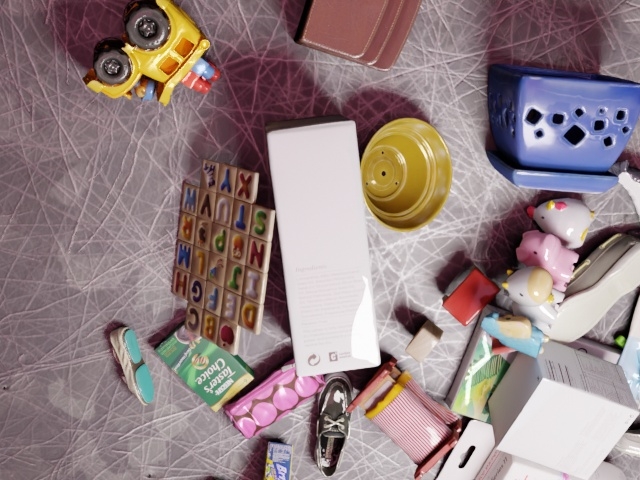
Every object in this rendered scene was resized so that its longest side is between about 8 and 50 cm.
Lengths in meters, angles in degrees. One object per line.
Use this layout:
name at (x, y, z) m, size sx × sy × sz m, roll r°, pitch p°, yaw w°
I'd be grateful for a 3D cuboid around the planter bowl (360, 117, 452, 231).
planter bowl at (0.144, -0.128, 1.676) m, size 0.217 × 0.090 × 0.217 m, roll -4°, pitch 99°, yaw -30°

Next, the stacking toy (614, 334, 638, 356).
stacking toy at (0.745, 0.223, 1.823) m, size 0.221 × 0.052 × 0.167 m, roll 43°, pitch 86°, yaw -3°

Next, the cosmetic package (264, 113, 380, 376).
cosmetic package at (0.000, 0.000, 1.637) m, size 0.162 × 0.230 × 0.453 m, roll -8°, pitch 102°, yaw -3°

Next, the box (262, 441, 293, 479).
box at (-0.091, 0.503, 1.767) m, size 0.054 × 0.059 × 0.168 m, roll 8°, pitch 59°, yaw -5°

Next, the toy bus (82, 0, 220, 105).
toy bus at (-0.300, -0.327, 1.607) m, size 0.211 × 0.149 × 0.220 m, roll 38°, pitch 99°, yaw -26°

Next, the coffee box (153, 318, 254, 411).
coffee box at (-0.234, 0.247, 1.763) m, size 0.113 × 0.040 × 0.184 m, roll -41°, pitch 101°, yaw 4°

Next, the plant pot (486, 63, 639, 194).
plant pot at (0.441, -0.210, 1.630) m, size 0.236 × 0.236 × 0.212 m, roll 4°, pitch 107°, yaw -5°

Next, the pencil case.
pencil case at (-0.096, 0.313, 1.759) m, size 0.209 × 0.098 × 0.095 m, roll -38°, pitch 59°, yaw 2°

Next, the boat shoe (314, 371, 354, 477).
boat shoe at (0.030, 0.382, 1.793) m, size 0.078 × 0.070 × 0.219 m, roll 4°, pitch 101°, yaw -5°

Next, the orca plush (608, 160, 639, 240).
orca plush at (0.686, -0.071, 1.762) m, size 0.287 × 0.102 × 0.151 m, roll 39°, pitch 141°, yaw 0°

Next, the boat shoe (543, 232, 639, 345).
boat shoe at (0.535, 0.100, 1.749) m, size 0.305 × 0.091 × 0.109 m, roll -39°, pitch 128°, yaw -3°

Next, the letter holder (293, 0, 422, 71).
letter holder at (0.100, -0.478, 1.590) m, size 0.215 × 0.152 × 0.301 m, roll 17°, pitch 99°, yaw -9°

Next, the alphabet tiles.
alphabet tiles at (-0.190, 0.028, 1.626) m, size 0.011 × 0.285 × 0.342 m, roll -2°, pitch 104°, yaw -42°

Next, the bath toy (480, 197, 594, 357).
bath toy at (0.422, 0.048, 1.668) m, size 0.129 × 0.151 × 0.348 m, roll 21°, pitch 59°, yaw 15°

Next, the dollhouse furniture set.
dollhouse furniture set at (0.250, 0.254, 1.702) m, size 0.201 × 0.152 × 0.374 m, roll 42°, pitch 102°, yaw 7°

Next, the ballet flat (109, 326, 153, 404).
ballet flat at (-0.384, 0.254, 1.756) m, size 0.052 × 0.057 × 0.168 m, roll -10°, pitch 99°, yaw 26°

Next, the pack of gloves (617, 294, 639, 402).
pack of gloves at (0.717, 0.248, 1.769) m, size 0.195 × 0.046 × 0.232 m, roll 19°, pitch 87°, yaw -2°

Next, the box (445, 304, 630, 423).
box at (0.452, 0.292, 1.812) m, size 0.322 × 0.058 × 0.232 m, roll 19°, pitch 99°, yaw -6°

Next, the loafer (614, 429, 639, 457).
loafer at (0.773, 0.408, 1.839) m, size 0.320 × 0.112 × 0.111 m, roll 1°, pitch 89°, yaw -7°

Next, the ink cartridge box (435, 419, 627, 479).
ink cartridge box at (0.439, 0.528, 1.803) m, size 0.354 × 0.119 × 0.207 m, roll 19°, pitch 115°, yaw -7°

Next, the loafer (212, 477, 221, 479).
loafer at (-0.204, 0.546, 1.797) m, size 0.251 × 0.094 × 0.087 m, roll -3°, pitch 105°, yaw -3°

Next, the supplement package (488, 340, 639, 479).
supplement package at (0.467, 0.324, 1.692) m, size 0.203 × 0.149 × 0.194 m, roll 20°, pitch 118°, yaw -8°
